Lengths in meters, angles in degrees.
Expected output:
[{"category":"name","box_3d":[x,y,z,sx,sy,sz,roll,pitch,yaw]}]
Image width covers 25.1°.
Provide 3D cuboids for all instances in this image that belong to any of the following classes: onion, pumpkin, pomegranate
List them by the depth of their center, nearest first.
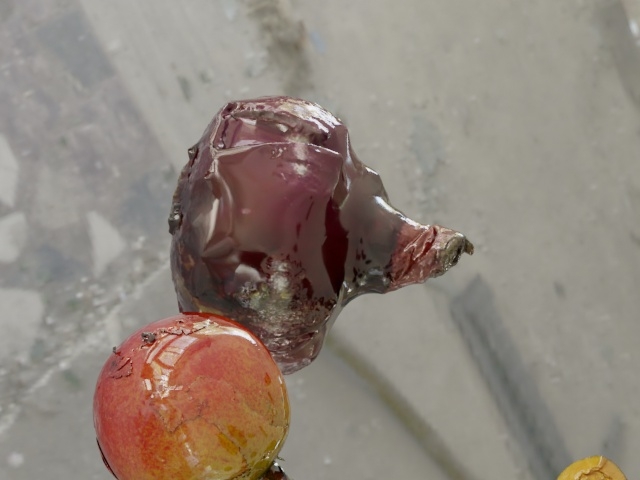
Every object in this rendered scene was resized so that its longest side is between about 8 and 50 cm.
[{"category":"pomegranate","box_3d":[-0.123,0.187,1.482,0.235,0.210,0.210,46,37,-1]},{"category":"pumpkin","box_3d":[0.401,0.404,2.006,0.107,0.119,0.183,51,25,-45]},{"category":"onion","box_3d":[0.000,0.000,2.023,0.398,0.420,0.398,-175,-90,-88]}]
